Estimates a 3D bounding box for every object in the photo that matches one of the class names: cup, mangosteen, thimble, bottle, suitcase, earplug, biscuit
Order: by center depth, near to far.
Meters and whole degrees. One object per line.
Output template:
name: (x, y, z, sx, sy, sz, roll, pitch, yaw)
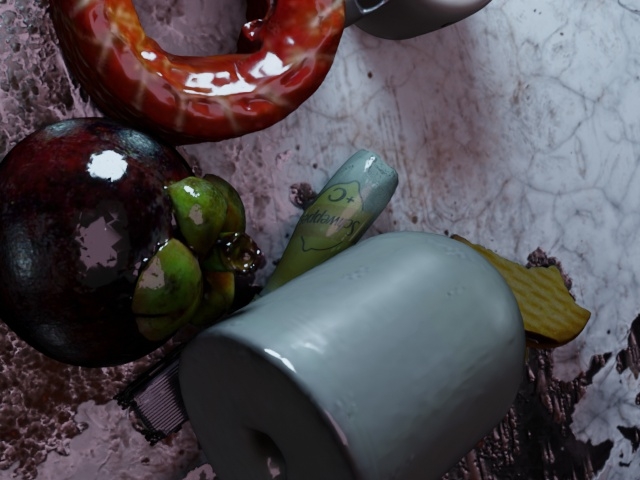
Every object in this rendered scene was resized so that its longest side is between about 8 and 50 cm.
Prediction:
mangosteen: (-0.237, -0.003, 1.181, 0.300, 0.300, 0.300, -2, 96, -18)
thimble: (-0.148, -0.288, 1.231, 0.350, 0.230, 0.350, -2, 96, -19)
earplug: (0.073, 0.162, 1.278, 0.394, 0.312, 0.313, -30, 104, -35)
cup: (0.106, -0.345, 1.322, 0.253, 0.200, 0.191, -35, 104, -12)
suitcase: (-0.196, 0.197, 1.349, 0.126, 0.059, 0.086, -38, 106, -13)
bottle: (0.000, 0.000, 1.380, 0.083, 0.083, 0.270, 40, 83, -17)
biscuit: (0.274, 0.068, 1.477, 0.228, 0.031, 0.176, 47, 48, 5)

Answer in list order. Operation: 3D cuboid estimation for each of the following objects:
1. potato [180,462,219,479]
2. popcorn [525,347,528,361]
potato: (-0.078, 0.341, 1.390, 0.261, 0.100, 0.120, 4, 79, -3)
popcorn: (0.241, 0.161, 1.474, 0.109, 0.089, 0.097, -28, 84, -19)
